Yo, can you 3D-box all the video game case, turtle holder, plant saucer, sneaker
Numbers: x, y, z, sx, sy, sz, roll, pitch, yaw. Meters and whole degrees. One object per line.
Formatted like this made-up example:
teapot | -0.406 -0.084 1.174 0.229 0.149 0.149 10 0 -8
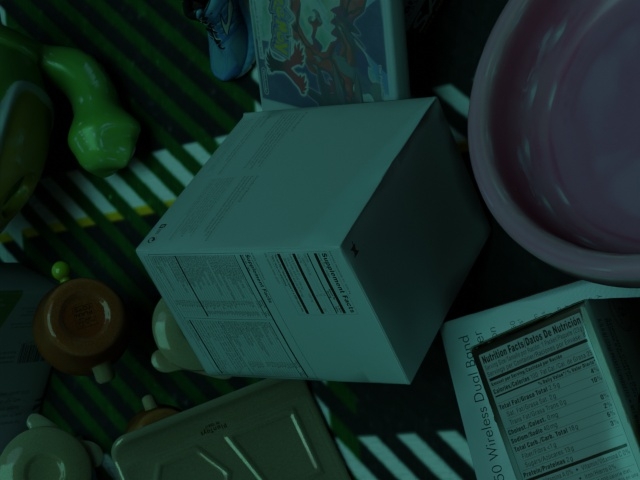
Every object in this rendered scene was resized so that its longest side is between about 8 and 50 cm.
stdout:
video game case | 0.004 -0.181 1.221 0.183 0.023 0.201 20 125 43
turtle holder | -0.371 -0.103 1.422 0.243 0.320 0.227 -43 49 49
plant saucer | 0.267 -0.114 1.015 0.332 0.084 0.332 -21 55 33
sneaker | -0.102 -0.218 1.304 0.063 0.073 0.162 35 142 36

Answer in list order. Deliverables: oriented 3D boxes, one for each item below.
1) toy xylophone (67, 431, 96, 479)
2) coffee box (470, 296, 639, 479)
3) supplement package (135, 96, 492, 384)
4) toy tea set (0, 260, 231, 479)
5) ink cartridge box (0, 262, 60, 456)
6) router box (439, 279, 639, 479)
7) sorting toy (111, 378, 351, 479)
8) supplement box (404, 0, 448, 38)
toy xylophone | -0.218 0.336 1.381 0.236 0.081 0.322 -23 70 12
coffee box | 0.215 0.169 0.957 0.098 0.141 0.246 -28 72 32
supplement package | 0.000 0.000 1.156 0.203 0.194 0.149 -1 130 35
toy tea set | -0.202 0.183 1.331 0.200 0.124 0.336 16 77 -8
ink cartridge box | -0.368 0.140 1.453 0.093 0.160 0.219 24 101 31
router box | 0.272 0.184 1.052 0.301 0.082 0.335 -21 77 33
sorting toy | -0.065 0.243 1.251 0.038 0.193 0.208 112 135 -68
supplement box | 0.025 -0.295 1.245 0.239 0.073 0.130 41 113 30
